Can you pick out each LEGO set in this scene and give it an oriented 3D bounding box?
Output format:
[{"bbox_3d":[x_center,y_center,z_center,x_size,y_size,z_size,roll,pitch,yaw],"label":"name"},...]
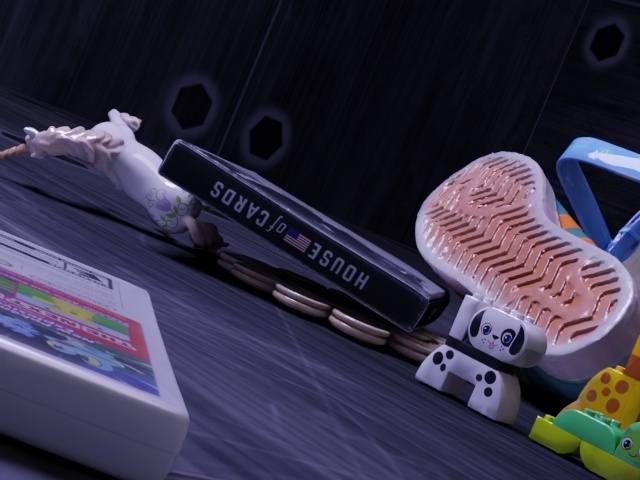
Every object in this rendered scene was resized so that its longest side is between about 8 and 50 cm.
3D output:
[{"bbox_3d":[0.167,0.074,0.690,0.227,0.093,0.087,25,3,43],"label":"LEGO set"}]

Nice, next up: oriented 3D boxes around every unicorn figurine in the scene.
[{"bbox_3d":[-0.129,-0.046,0.941,0.162,0.060,0.111,26,9,0],"label":"unicorn figurine"}]

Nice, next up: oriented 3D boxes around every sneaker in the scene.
[{"bbox_3d":[0.154,0.040,0.983,0.121,0.108,0.302,54,4,-27],"label":"sneaker"}]

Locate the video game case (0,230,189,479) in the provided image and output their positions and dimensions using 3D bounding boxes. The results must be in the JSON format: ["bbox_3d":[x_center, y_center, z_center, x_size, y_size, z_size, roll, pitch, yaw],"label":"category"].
[{"bbox_3d":[-0.137,0.000,0.381,0.201,0.023,0.183,23,2,-11],"label":"video game case"}]

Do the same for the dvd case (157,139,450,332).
[{"bbox_3d":[0.000,0.000,0.938,0.179,0.029,0.239,32,2,8],"label":"dvd case"}]

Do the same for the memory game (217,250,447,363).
[{"bbox_3d":[0.021,0.047,0.893,0.186,0.012,0.186,23,2,-1],"label":"memory game"}]

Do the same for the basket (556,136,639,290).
[{"bbox_3d":[0.330,0.046,1.145,0.255,0.201,0.289,24,-29,40],"label":"basket"}]
